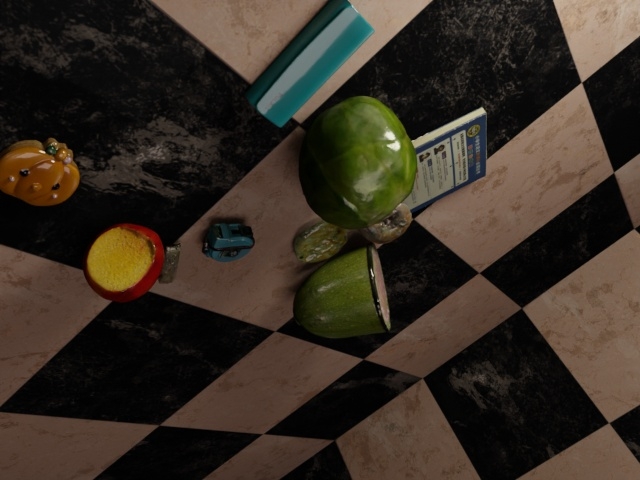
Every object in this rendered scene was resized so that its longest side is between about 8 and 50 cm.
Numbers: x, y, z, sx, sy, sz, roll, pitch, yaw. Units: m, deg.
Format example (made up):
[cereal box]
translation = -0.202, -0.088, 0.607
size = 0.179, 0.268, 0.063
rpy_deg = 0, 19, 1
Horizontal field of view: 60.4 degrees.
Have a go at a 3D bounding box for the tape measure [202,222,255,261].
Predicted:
[tape measure]
translation = -0.257, 0.005, 1.529
size = 0.146, 0.081, 0.125
rpy_deg = -3, 148, -31

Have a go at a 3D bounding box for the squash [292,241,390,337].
[squash]
translation = 0.057, 0.179, 1.836
size = 0.308, 0.311, 0.310
rpy_deg = -11, 146, 13

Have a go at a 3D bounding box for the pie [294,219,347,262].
[pie]
translation = 0.000, 0.000, 1.725
size = 0.186, 0.041, 0.187
rpy_deg = -18, 143, -14

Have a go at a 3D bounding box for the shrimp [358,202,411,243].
[shrimp]
translation = 0.182, -0.069, 1.686
size = 0.164, 0.062, 0.316
rpy_deg = -44, 145, 16

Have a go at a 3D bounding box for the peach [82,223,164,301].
[peach]
translation = -0.479, 0.053, 1.350
size = 0.190, 0.190, 0.192
rpy_deg = 2, 150, -35

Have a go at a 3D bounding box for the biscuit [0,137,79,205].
[biscuit]
translation = -0.587, -0.139, 1.158
size = 0.170, 0.050, 0.170
rpy_deg = -19, 144, -14

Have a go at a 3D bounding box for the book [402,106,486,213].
[book]
translation = 0.317, -0.203, 1.687
size = 0.427, 0.039, 0.300
rpy_deg = -27, 144, -3

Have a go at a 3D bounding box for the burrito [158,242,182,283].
[burrito]
translation = -0.418, 0.064, 1.526
size = 0.051, 0.042, 0.171
rpy_deg = -15, 145, -34

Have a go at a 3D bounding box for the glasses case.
[glasses case]
translation = -0.023, -0.388, 1.215
size = 0.301, 0.070, 0.117
rpy_deg = -41, 142, 20

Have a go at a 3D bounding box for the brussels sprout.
[brussels sprout]
translation = 0.080, -0.173, 1.370
size = 0.281, 0.289, 0.355
rpy_deg = -28, 169, -18
